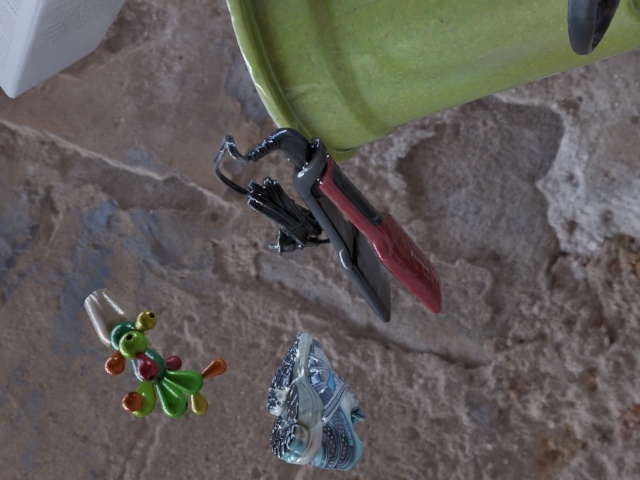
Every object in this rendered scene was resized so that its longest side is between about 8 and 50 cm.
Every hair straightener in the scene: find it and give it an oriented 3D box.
[{"bbox_3d":[0.000,0.000,0.449,0.230,0.088,0.047,39,-137,-51],"label":"hair straightener"}]

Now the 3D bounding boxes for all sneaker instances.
[{"bbox_3d":[-0.004,0.235,0.991,0.110,0.122,0.283,-62,12,17],"label":"sneaker"}]

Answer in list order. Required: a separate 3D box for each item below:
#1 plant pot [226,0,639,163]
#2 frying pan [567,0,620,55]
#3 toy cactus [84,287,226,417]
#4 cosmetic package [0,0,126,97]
[{"bbox_3d":[0.103,-0.211,0.517,0.276,0.253,0.276,-6,-90,-66],"label":"plant pot"},{"bbox_3d":[0.085,-0.115,0.205,0.197,0.053,0.326,-44,-25,-18],"label":"frying pan"},{"bbox_3d":[-0.204,0.123,0.798,0.112,0.180,0.219,-41,-19,-7],"label":"toy cactus"},{"bbox_3d":[-0.354,-0.347,0.813,0.161,0.453,0.230,-40,-74,-24],"label":"cosmetic package"}]
